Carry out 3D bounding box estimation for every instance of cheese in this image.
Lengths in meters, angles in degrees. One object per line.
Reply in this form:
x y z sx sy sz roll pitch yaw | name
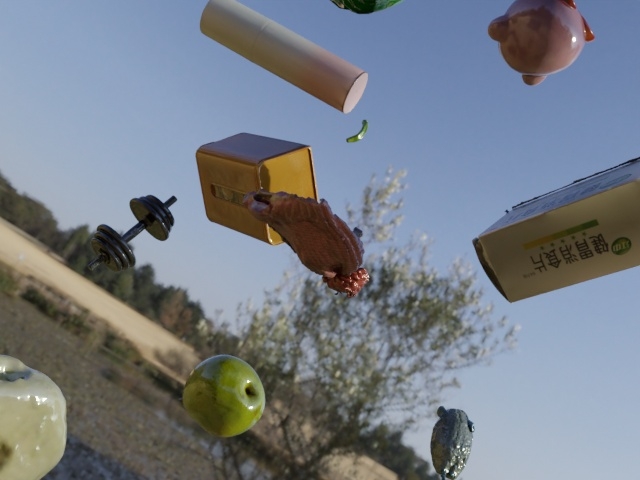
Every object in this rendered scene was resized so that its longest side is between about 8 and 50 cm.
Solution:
-0.411 0.212 0.851 0.251 0.174 0.248 14 29 2 | cheese

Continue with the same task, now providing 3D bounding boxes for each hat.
0.000 0.000 1.542 0.236 0.107 0.286 11 -32 53 | hat

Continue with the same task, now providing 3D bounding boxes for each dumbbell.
-0.342 -0.015 1.503 0.099 0.208 0.099 35 -28 22 | dumbbell

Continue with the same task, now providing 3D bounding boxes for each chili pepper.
0.081 -0.224 1.694 0.030 0.083 0.017 -3 -54 31 | chili pepper

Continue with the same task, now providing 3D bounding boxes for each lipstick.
-0.070 -0.351 1.536 0.326 0.087 0.087 31 -13 13 | lipstick

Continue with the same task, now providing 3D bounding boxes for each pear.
-0.222 0.342 1.767 0.216 0.166 0.180 -25 -58 32 | pear

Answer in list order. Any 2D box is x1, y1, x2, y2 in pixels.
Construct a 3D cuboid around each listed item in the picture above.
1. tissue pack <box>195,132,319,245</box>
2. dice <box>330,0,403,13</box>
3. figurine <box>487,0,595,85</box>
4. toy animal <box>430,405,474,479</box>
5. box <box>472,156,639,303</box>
-0.139 -0.117 1.784 0.274 0.145 0.195 18 -60 52 | tissue pack
0.041 -0.498 1.066 0.300 0.287 0.297 44 2 -39 | dice
0.428 -0.400 1.601 0.173 0.173 0.173 29 -13 8 | figurine
0.215 0.358 1.334 0.070 0.079 0.253 8 25 3 | toy animal
0.456 -0.020 1.435 0.332 0.173 0.145 -23 -85 40 | box
